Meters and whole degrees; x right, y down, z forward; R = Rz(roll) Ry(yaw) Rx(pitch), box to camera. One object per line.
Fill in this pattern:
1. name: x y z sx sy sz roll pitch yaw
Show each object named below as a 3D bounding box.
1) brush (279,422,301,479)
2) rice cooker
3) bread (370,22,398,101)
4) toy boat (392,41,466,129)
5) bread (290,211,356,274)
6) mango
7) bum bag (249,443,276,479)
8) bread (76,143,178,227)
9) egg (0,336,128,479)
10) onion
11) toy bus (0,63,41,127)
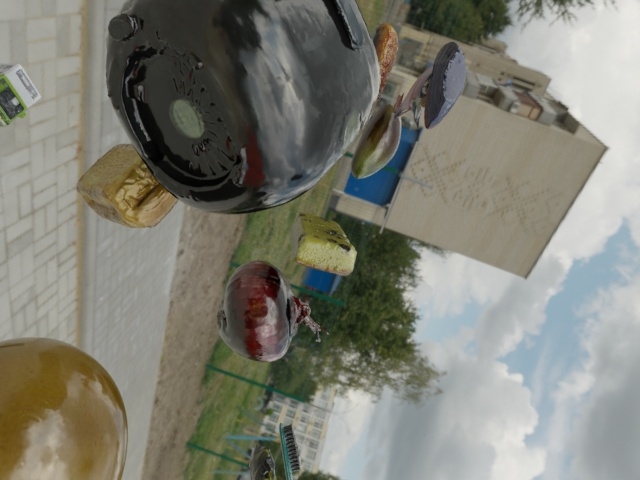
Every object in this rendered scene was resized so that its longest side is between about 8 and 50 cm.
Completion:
1. brush: -0.046 0.423 0.876 0.043 0.032 0.193 110 -31 -83
2. rice cooker: -0.081 -0.165 0.513 0.224 0.267 0.267 -44 161 -41
3. bread: 0.152 -0.466 1.353 0.139 0.095 0.268 163 -64 -74
4. toy boat: 0.278 -0.395 1.244 0.318 0.072 0.219 -112 -137 -68
5. bread: 0.000 0.000 1.249 0.361 0.138 0.077 -113 -140 -77
6. mango: 0.172 -0.286 1.444 0.267 0.111 0.133 -61 167 -24
7. bum bag: -0.137 0.618 1.220 0.106 0.060 0.232 -57 -143 32
8. bread: -0.258 -0.077 0.665 0.211 0.083 0.114 16 -115 51
9. egg: -0.368 0.279 0.584 0.250 0.250 0.322 102 -7 -77
10. onion: -0.124 0.179 1.251 0.273 0.285 0.273 177 -90 -90
11. toy bus: -0.810 -0.338 1.129 0.113 0.302 0.139 76 32 -43
